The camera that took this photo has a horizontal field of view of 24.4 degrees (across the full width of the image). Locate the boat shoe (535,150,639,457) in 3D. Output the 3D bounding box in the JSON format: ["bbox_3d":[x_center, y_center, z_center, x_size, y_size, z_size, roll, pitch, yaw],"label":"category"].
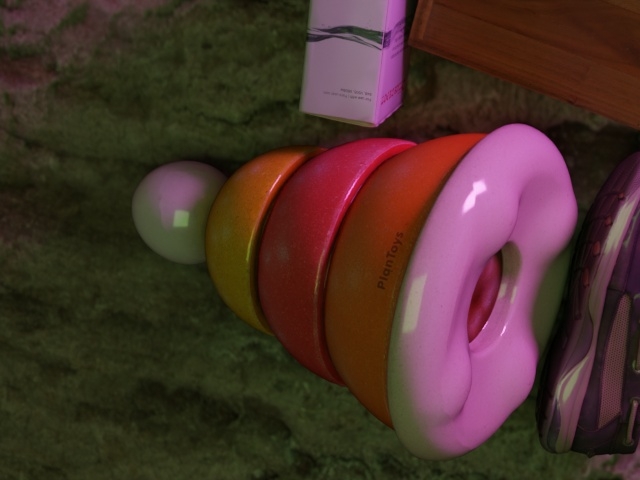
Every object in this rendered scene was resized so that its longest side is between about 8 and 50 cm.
[{"bbox_3d":[0.328,0.073,1.576,0.130,0.132,0.355,12,116,-1],"label":"boat shoe"}]

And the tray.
[{"bbox_3d":[0.306,-0.219,1.472,0.410,0.076,0.203,22,134,9],"label":"tray"}]

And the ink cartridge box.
[{"bbox_3d":[0.045,-0.236,1.535,0.086,0.153,0.208,10,107,13],"label":"ink cartridge box"}]

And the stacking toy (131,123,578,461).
[{"bbox_3d":[0.000,0.000,1.581,0.479,0.350,0.351,19,111,28],"label":"stacking toy"}]
